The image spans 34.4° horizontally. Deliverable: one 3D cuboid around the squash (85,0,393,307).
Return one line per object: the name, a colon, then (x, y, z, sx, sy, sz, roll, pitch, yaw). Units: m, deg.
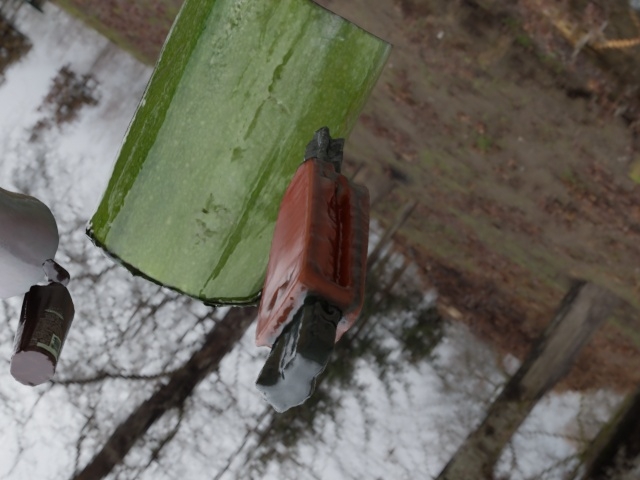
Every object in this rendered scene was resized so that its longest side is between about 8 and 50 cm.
squash: (-0.104, -0.132, 1.299, 0.263, 0.384, 0.263, 25, -167, -6)

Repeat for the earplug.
earplug: (-0.525, -0.034, 1.484, 0.172, 0.172, 0.301, 38, 176, 22)

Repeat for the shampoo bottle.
shampoo bottle: (-0.388, 0.110, 1.458, 0.236, 0.067, 0.068, -98, -2, -61)

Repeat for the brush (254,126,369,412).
brush: (0.001, 0.000, 0.706, 0.051, 0.070, 0.323, 26, -150, -12)
